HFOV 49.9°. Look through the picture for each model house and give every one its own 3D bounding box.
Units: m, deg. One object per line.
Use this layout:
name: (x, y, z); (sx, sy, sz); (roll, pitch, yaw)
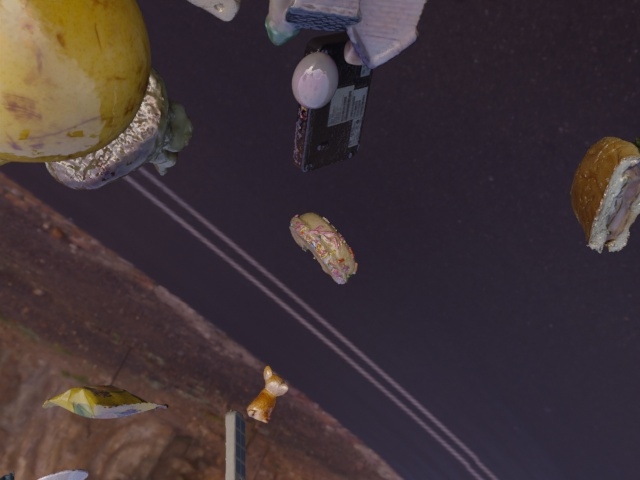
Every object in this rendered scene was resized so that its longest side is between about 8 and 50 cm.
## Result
model house: (0.048, -0.478, 1.304); (0.298, 0.243, 0.284); (5, 134, -9)

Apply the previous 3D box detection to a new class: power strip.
power strip: (-0.200, 0.509, 1.625); (0.029, 0.227, 0.080); (-10, 147, 8)

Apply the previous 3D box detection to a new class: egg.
egg: (-0.012, -0.357, 1.541); (0.103, 0.103, 0.135); (24, 136, 3)

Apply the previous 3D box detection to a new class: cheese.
cheese: (-0.240, -0.488, 1.320); (0.194, 0.043, 0.065); (22, 135, -35)

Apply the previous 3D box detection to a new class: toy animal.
toy animal: (-0.093, 0.266, 1.190); (0.060, 0.083, 0.081); (27, -179, 30)

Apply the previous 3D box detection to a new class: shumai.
shumai: (-0.521, -0.295, 1.863); (0.397, 0.324, 0.323); (-27, 167, 17)

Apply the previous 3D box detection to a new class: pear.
pear: (-0.334, -0.225, 0.796); (0.281, 0.280, 0.280); (21, 159, 9)

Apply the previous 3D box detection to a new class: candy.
candy: (-0.532, 0.396, 1.689); (0.297, 0.081, 0.187); (-10, 164, 38)

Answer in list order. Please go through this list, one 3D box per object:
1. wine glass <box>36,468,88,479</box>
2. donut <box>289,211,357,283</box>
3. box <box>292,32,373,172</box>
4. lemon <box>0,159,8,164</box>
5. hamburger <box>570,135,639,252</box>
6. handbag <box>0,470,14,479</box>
wine glass: (-0.562, 0.620, 1.511); (0.165, 0.165, 0.196); (68, 177, -61)
donut: (0.001, -0.001, 1.311); (0.166, 0.065, 0.108); (46, 168, 34)
box: (0.033, -0.353, 1.760); (0.058, 0.211, 0.350); (36, 134, 33)
lemon: (-0.617, -0.260, 1.204); (0.293, 0.293, 0.293); (21, 159, 9)
hamburger: (0.730, -0.138, 1.747); (0.132, 0.211, 0.309); (4, 123, -7)
handbag: (-0.424, 0.438, 0.880); (0.062, 0.229, 0.179); (1, -158, -31)
